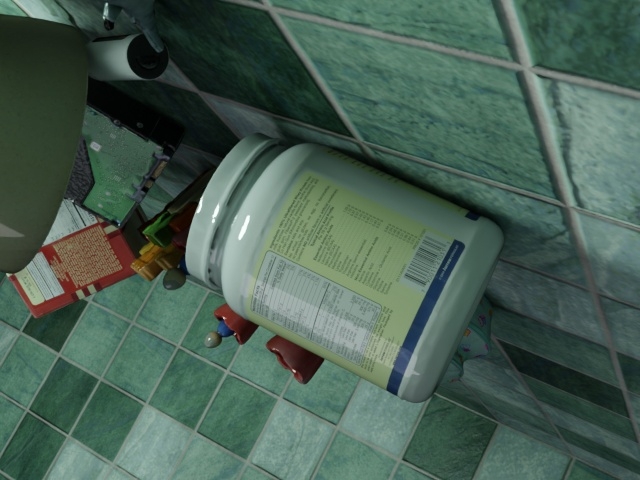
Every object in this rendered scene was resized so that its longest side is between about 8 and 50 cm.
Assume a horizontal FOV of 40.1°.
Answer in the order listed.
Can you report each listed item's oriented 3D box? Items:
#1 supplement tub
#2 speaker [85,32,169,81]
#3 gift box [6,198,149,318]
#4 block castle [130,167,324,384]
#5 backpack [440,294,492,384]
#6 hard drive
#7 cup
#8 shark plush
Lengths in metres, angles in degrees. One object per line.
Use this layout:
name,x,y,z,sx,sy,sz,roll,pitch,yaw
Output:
supplement tub,0.029,0.024,1.049,0.325,0.235,0.235,26,168,13
speaker,-0.236,-0.218,1.050,0.055,0.055,0.136,36,166,-36
gift box,-0.485,-0.036,1.626,0.258,0.276,0.255,-104,-5,-70
block castle,-0.147,0.062,1.444,0.303,0.213,0.453,50,167,-15
backpack,0.178,0.144,1.399,0.188,0.144,0.166,-27,128,36
hard drive,-0.407,-0.176,1.357,0.339,0.064,0.237,31,137,-14
cup,-0.460,-0.141,1.071,0.237,0.331,0.331,14,178,-34
shark plush,-0.200,-0.237,0.853,0.073,0.067,0.161,25,168,12
